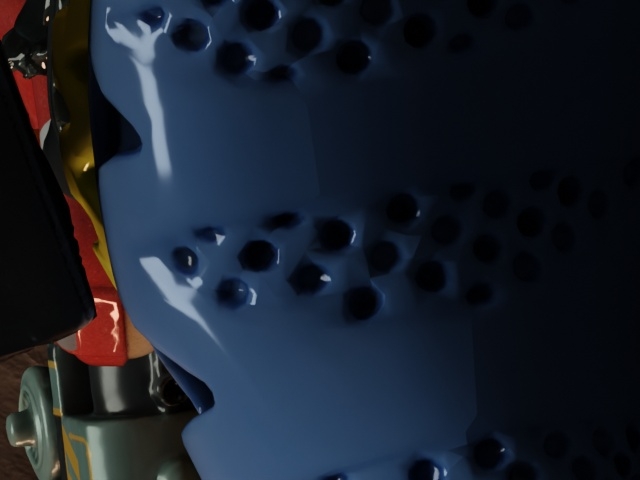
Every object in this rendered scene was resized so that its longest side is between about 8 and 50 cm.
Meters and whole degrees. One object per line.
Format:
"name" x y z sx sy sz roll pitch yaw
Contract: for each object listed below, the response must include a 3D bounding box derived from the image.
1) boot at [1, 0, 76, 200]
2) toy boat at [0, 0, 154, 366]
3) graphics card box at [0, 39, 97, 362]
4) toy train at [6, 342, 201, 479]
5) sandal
"boot" -0.059 -0.132 0.681 0.207 0.094 0.247 -167 83 -78
"toy boat" -0.166 -0.038 1.072 0.151 0.151 0.231 93 166 -51
"graphics card box" -0.202 -0.117 0.286 0.094 0.232 0.371 -129 20 -63
"toy train" -0.100 0.197 1.171 0.190 0.142 0.334 176 88 -68
"sandal" 0.034 0.056 0.357 0.138 0.126 0.317 -127 23 -64
